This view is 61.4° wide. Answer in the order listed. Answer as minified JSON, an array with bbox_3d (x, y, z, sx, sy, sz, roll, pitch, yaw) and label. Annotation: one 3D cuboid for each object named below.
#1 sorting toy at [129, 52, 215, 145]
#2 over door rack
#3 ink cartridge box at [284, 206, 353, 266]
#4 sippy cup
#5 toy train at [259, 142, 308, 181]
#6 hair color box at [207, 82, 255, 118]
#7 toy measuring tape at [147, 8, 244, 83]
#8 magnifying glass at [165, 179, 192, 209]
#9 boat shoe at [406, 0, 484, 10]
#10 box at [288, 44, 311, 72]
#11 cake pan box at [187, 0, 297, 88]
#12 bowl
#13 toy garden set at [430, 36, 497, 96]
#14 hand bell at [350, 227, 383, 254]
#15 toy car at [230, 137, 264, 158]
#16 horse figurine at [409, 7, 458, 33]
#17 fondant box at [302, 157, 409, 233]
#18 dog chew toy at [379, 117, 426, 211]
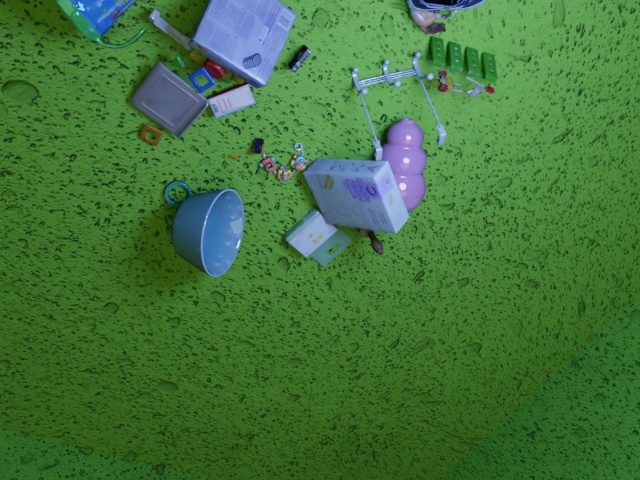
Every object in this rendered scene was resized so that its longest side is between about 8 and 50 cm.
[{"bbox_3d":[-0.479,-0.447,1.713,0.196,0.047,0.348,38,123,-23],"label":"sorting toy"},{"bbox_3d":[0.256,-0.447,1.746,0.240,0.324,0.108,-14,167,-3],"label":"over door rack"},{"bbox_3d":[0.000,0.000,2.107,0.171,0.056,0.235,-41,119,13],"label":"ink cartridge box"},{"bbox_3d":[-0.602,-0.697,1.452,0.224,0.240,0.305,-35,147,-1],"label":"sippy cup"},{"bbox_3d":[-0.125,-0.272,1.912,0.166,0.046,0.125,-24,124,4],"label":"toy train"},{"bbox_3d":[-0.290,-0.460,1.761,0.141,0.043,0.072,-21,124,0],"label":"hair color box"},{"bbox_3d":[-0.352,-0.588,1.620,0.330,0.121,0.121,35,109,-28],"label":"toy measuring tape"},{"bbox_3d":[-0.494,-0.111,1.947,0.092,0.026,0.230,-13,124,-4],"label":"magnifying glass"},{"bbox_3d":[0.416,-0.757,1.635,0.301,0.102,0.108,-12,114,-16],"label":"boat shoe"},{"bbox_3d":[-0.067,-0.580,1.719,0.018,0.067,0.083,33,110,-27],"label":"box"},{"bbox_3d":[-0.223,-0.627,1.584,0.246,0.070,0.266,26,82,-30],"label":"cake pan box"},{"bbox_3d":[-0.406,-0.037,1.877,0.163,0.311,0.311,10,123,15],"label":"bowl"},{"bbox_3d":[0.473,-0.556,1.795,0.244,0.203,0.049,10,155,-17],"label":"toy garden set"},{"bbox_3d":[0.192,-0.016,2.024,0.126,0.242,0.126,-6,123,-9],"label":"hand bell"},{"bbox_3d":[-0.249,-0.318,1.875,0.122,0.060,0.040,-7,169,12],"label":"toy car"},{"bbox_3d":[0.327,-0.758,1.695,0.175,0.066,0.263,-31,120,-1],"label":"horse figurine"},{"bbox_3d":[0.121,-0.160,1.879,0.096,0.330,0.238,-49,129,-30],"label":"fondant box"},{"bbox_3d":[0.285,-0.268,1.922,0.207,0.206,0.331,0,113,-12],"label":"dog chew toy"}]
